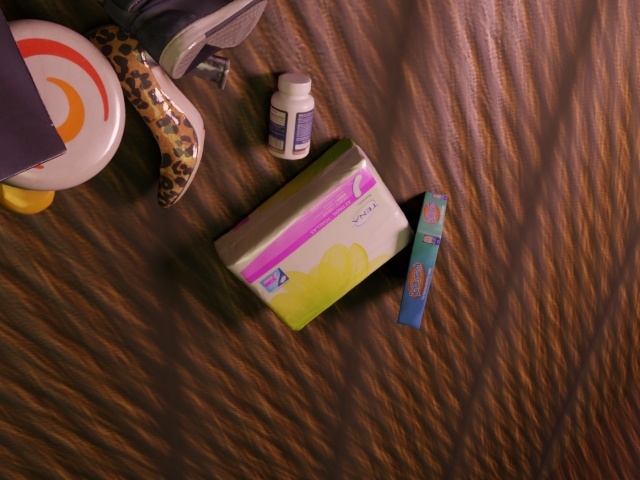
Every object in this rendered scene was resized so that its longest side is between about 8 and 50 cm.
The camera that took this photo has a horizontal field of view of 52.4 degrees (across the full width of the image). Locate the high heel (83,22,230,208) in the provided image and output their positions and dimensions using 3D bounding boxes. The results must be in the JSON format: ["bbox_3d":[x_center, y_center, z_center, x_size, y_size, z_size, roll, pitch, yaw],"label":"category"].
[{"bbox_3d":[-0.251,-0.169,0.910,0.186,0.093,0.261,15,122,-18],"label":"high heel"}]

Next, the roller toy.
[{"bbox_3d":[-0.346,-0.155,0.781,0.191,0.146,0.209,-45,121,-26],"label":"roller toy"}]

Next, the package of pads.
[{"bbox_3d":[0.000,0.000,1.140,0.296,0.101,0.229,-39,132,1],"label":"package of pads"}]

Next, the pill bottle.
[{"bbox_3d":[-0.045,-0.192,1.002,0.067,0.067,0.120,-9,126,-24],"label":"pill bottle"}]

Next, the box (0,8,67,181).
[{"bbox_3d":[-0.447,-0.156,0.582,0.296,0.183,0.294,-13,110,21],"label":"box"}]

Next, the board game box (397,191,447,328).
[{"bbox_3d":[0.194,0.036,1.243,0.047,0.160,0.210,13,122,8],"label":"board game box"}]

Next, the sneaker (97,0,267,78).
[{"bbox_3d":[-0.176,-0.312,0.832,0.086,0.163,0.226,-52,178,42],"label":"sneaker"}]
